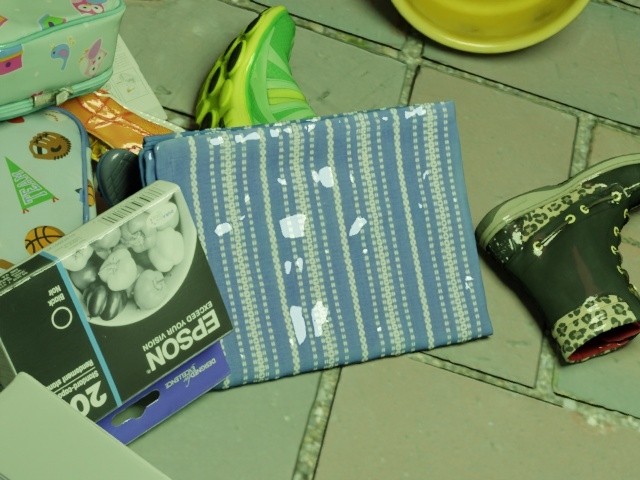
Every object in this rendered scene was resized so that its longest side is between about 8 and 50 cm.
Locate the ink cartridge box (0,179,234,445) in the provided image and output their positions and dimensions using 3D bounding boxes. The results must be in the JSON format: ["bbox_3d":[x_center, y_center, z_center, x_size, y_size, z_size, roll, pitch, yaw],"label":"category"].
[{"bbox_3d":[-0.176,0.086,1.550,0.206,0.208,0.045,-33,29,-27],"label":"ink cartridge box"}]

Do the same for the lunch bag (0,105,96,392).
[{"bbox_3d":[-0.327,0.006,1.634,0.243,0.115,0.303,4,50,-11],"label":"lunch bag"}]

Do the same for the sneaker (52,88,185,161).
[{"bbox_3d":[-0.207,-0.102,1.776,0.175,0.064,0.067,18,46,-13],"label":"sneaker"}]

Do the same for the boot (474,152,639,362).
[{"bbox_3d":[0.295,0.016,1.836,0.236,0.085,0.178,-19,62,-22],"label":"boot"}]

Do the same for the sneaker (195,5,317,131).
[{"bbox_3d":[-0.057,-0.118,1.839,0.123,0.109,0.295,29,43,-24],"label":"sneaker"}]

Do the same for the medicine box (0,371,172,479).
[{"bbox_3d":[-0.258,0.289,1.306,0.149,0.289,0.263,33,50,13],"label":"medicine box"}]

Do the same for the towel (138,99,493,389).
[{"bbox_3d":[0.000,0.000,1.710,0.336,0.040,0.243,-9,89,-23],"label":"towel"}]

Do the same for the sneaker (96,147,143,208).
[{"bbox_3d":[-0.187,-0.052,1.717,0.059,0.144,0.053,35,80,24],"label":"sneaker"}]

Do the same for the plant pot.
[{"bbox_3d":[0.188,-0.376,2.030,0.254,0.254,0.239,13,34,-7],"label":"plant pot"}]

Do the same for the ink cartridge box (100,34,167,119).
[{"bbox_3d":[-0.262,-0.170,1.854,0.145,0.045,0.179,-26,81,-33],"label":"ink cartridge box"}]

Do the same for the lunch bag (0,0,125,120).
[{"bbox_3d":[-0.331,-0.218,1.712,0.279,0.108,0.224,33,33,26],"label":"lunch bag"}]
